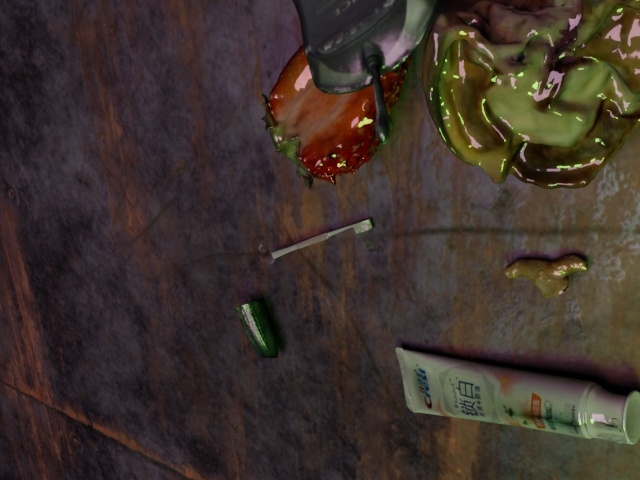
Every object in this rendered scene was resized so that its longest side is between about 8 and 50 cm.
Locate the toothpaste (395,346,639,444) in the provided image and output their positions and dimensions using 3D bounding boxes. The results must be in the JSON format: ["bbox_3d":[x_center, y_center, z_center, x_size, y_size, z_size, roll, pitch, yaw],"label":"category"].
[{"bbox_3d":[0.230,0.194,0.909,0.323,0.066,0.100,0,109,44],"label":"toothpaste"}]

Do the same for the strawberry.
[{"bbox_3d":[0.028,-0.185,0.879,0.174,0.098,0.228,42,110,37],"label":"strawberry"}]

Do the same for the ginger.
[{"bbox_3d":[0.261,0.043,0.833,0.097,0.030,0.048,-7,78,38],"label":"ginger"}]

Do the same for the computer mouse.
[{"bbox_3d":[0.048,-0.240,0.746,0.167,0.090,0.380,-28,53,32],"label":"computer mouse"}]

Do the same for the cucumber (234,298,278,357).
[{"bbox_3d":[-0.097,0.143,1.151,0.048,0.048,0.105,-14,100,42],"label":"cucumber"}]

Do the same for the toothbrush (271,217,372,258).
[{"bbox_3d":[-0.001,-0.002,1.032,0.194,0.014,0.017,-17,99,42],"label":"toothbrush"}]

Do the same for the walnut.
[{"bbox_3d":[0.226,-0.161,0.695,0.238,0.141,0.204,-8,127,31],"label":"walnut"}]
